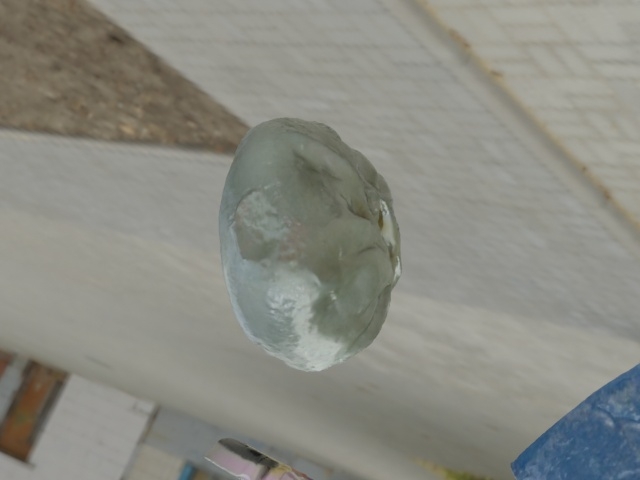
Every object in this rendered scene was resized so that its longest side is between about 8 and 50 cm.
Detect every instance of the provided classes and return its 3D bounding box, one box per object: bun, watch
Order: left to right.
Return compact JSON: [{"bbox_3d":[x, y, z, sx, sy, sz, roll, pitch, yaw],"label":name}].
[{"bbox_3d":[-0.074,0.385,1.462,0.244,0.231,0.196,30,177,5],"label":"watch"},{"bbox_3d":[-0.002,0.002,1.582,0.194,0.354,0.354,-6,155,19],"label":"bun"}]

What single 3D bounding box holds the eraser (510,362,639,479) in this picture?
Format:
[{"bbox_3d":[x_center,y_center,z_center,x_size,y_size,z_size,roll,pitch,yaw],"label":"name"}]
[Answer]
[{"bbox_3d":[0.242,0.230,0.767,0.043,0.144,0.311,26,-150,-43],"label":"eraser"}]
